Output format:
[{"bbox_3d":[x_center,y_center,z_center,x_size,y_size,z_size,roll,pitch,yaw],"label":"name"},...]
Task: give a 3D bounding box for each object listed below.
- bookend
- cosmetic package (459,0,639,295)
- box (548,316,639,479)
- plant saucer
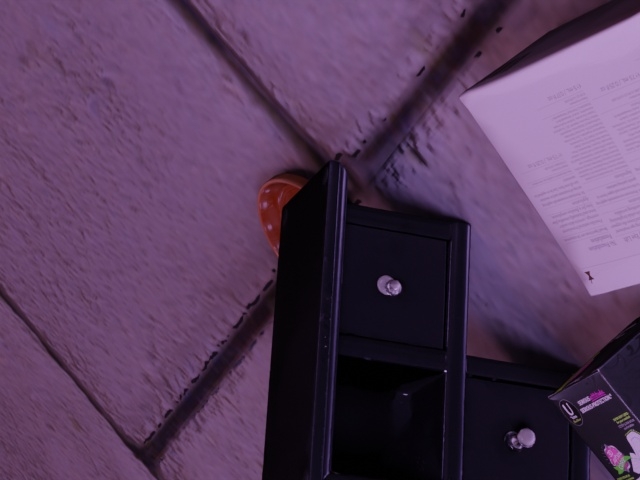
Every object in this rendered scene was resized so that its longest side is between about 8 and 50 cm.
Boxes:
[{"bbox_3d":[0.060,0.060,0.906,0.157,0.156,0.072,11,159,-17],"label":"bookend"},{"bbox_3d":[0.151,-0.052,0.665,0.099,0.060,0.239,58,153,-6],"label":"cosmetic package"},{"bbox_3d":[0.151,0.075,0.814,0.083,0.062,0.052,51,154,2],"label":"box"},{"bbox_3d":[0.000,0.000,1.012,0.083,0.013,0.083,38,150,26],"label":"plant saucer"}]
